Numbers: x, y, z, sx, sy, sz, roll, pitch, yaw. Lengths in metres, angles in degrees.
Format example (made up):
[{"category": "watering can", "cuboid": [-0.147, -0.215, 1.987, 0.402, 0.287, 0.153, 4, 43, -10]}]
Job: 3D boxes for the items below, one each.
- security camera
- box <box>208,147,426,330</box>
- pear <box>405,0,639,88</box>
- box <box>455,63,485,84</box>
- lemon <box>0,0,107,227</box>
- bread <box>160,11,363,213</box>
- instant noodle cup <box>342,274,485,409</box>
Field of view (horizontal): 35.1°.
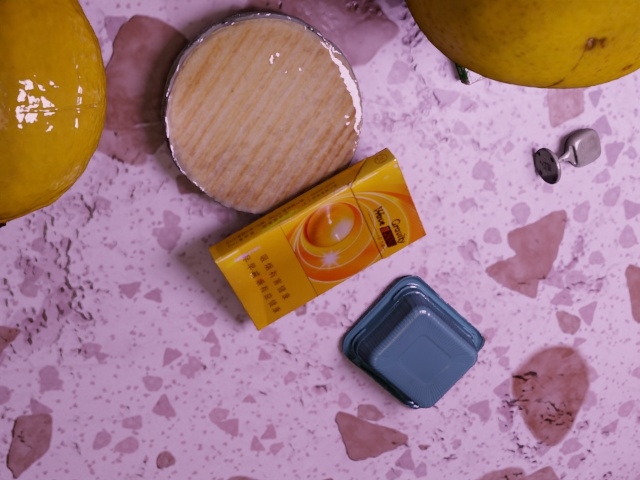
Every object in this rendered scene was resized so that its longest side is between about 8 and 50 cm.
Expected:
[{"category": "security camera", "cuboid": [0.352, -0.121, 1.421, 0.092, 0.058, 0.058, -24, 113, -19]}, {"category": "box", "cuboid": [0.000, 0.000, 1.346, 0.269, 0.043, 0.152, -30, 134, -4]}, {"category": "pear", "cuboid": [0.257, -0.345, 1.089, 0.362, 0.418, 0.363, 1, 87, -28]}, {"category": "box", "cuboid": [0.211, -0.335, 1.316, 0.132, 0.034, 0.235, -25, 111, -6]}, {"category": "lemon", "cuboid": [-0.373, -0.164, 1.091, 0.297, 0.297, 0.297, -4, 109, -13]}, {"category": "bread", "cuboid": [-0.073, -0.162, 1.296, 0.266, 0.040, 0.267, -4, 109, -13]}, {"category": "instant noodle cup", "cuboid": [0.140, 0.157, 1.443, 0.179, 0.070, 0.157, 41, 96, -23]}]
